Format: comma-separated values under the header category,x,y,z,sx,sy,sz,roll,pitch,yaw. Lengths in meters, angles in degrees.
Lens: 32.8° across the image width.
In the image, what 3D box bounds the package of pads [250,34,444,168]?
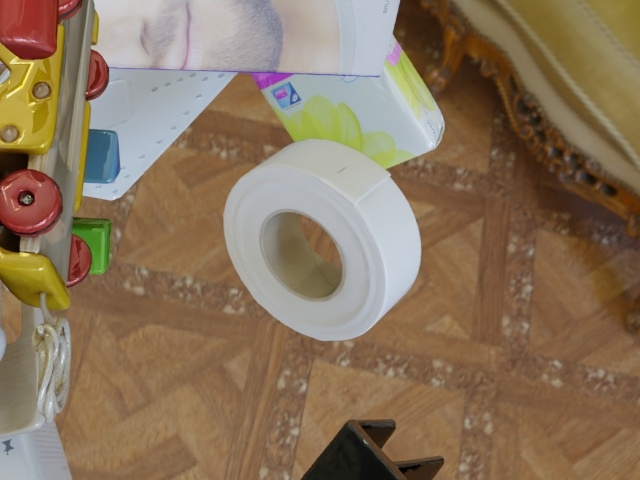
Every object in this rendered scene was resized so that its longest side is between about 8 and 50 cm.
category,x,y,z,sx,sy,sz,roll,pitch,yaw
package of pads,0.040,-0.244,1.747,0.296,0.229,0.101,55,34,-22

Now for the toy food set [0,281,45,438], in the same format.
category,x,y,z,sx,sy,sz,roll,pitch,yaw
toy food set,-0.321,0.009,0.751,0.092,0.306,0.219,-22,62,28

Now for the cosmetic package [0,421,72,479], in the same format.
category,x,y,z,sx,sy,sz,roll,pitch,yaw
cosmetic package,-0.339,0.251,0.968,0.224,0.138,0.224,-20,80,-4

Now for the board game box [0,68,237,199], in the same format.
category,x,y,z,sx,sy,sz,roll,pitch,yaw
board game box,-0.367,-0.231,1.768,0.390,0.390,0.050,10,44,-54

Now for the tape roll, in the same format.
category,x,y,z,sx,sy,sz,roll,pitch,yaw
tape roll,0.000,0.000,1.567,0.286,0.286,0.100,38,44,14

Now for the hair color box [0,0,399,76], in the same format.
category,x,y,z,sx,sy,sz,roll,pitch,yaw
hair color box,-0.085,-0.208,0.692,0.339,0.185,0.110,-6,28,-42

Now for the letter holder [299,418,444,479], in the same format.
category,x,y,z,sx,sy,sz,roll,pitch,yaw
letter holder,0.049,0.384,1.374,0.152,0.302,0.214,45,18,29

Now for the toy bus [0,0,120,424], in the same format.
category,x,y,z,sx,sy,sz,roll,pitch,yaw
toy bus,-0.158,-0.048,0.498,0.104,0.191,0.202,2,27,-2
